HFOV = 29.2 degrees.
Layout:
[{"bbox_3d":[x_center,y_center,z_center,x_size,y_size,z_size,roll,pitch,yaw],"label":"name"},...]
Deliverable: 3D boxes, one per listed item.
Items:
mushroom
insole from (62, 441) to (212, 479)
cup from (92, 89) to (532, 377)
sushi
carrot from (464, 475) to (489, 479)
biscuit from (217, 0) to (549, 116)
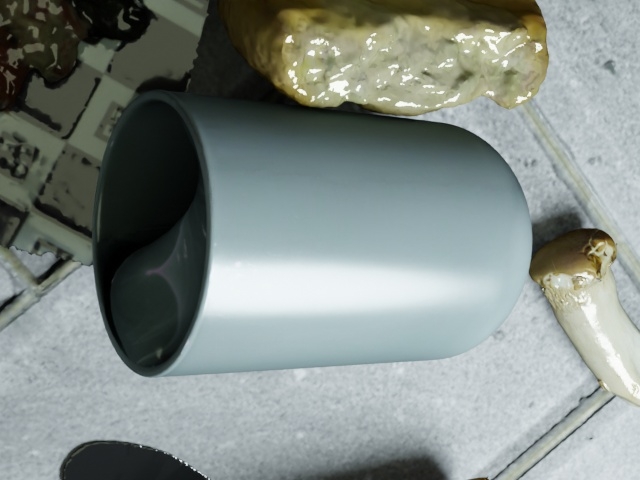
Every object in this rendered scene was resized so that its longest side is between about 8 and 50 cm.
[{"bbox_3d":[0.274,0.082,1.171,0.084,0.071,0.209,-47,115,-33],"label":"mushroom"},{"bbox_3d":[-0.127,0.244,1.129,0.232,0.003,0.080,28,93,-19],"label":"insole"},{"bbox_3d":[0.000,0.000,0.952,0.312,0.205,0.205,2,101,-32],"label":"cup"},{"bbox_3d":[-0.256,-0.170,0.982,0.320,0.069,0.339,12,98,-9],"label":"sushi"},{"bbox_3d":[0.013,0.346,1.086,0.331,0.193,0.214,-8,82,-14],"label":"carrot"},{"bbox_3d":[0.042,-0.185,0.984,0.274,0.213,0.091,-1,135,-25],"label":"biscuit"}]
